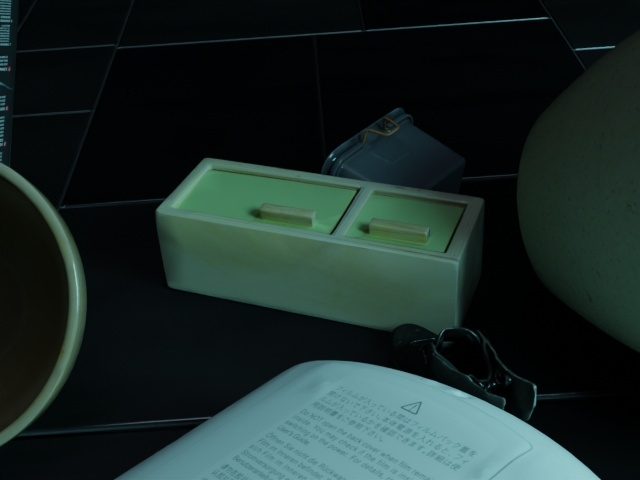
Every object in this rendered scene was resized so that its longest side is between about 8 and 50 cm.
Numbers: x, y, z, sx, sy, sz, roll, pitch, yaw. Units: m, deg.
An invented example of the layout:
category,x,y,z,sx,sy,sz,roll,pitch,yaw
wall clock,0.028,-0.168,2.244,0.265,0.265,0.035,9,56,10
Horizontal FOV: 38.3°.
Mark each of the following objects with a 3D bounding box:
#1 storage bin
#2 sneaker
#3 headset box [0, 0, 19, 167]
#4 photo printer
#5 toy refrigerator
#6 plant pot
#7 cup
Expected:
category,x,y,z,sx,sy,sz,roll,pitch,yaw
storage bin,0.076,-0.062,0.901,0.091,0.098,0.135,31,47,25
sneaker,0.097,0.090,0.673,0.051,0.089,0.170,-15,36,-15
headset box,-0.381,-0.096,0.806,0.110,0.293,0.218,13,16,18
photo printer,-0.006,0.184,0.506,0.307,0.107,0.256,-29,29,-32
toy refrigerator,0.000,0.000,0.809,0.269,0.094,0.102,10,37,19
plant pot,-0.292,0.051,0.709,0.237,0.238,0.110,-6,-6,-3
cup,0.291,-0.034,0.684,0.236,0.331,0.331,-4,26,46
